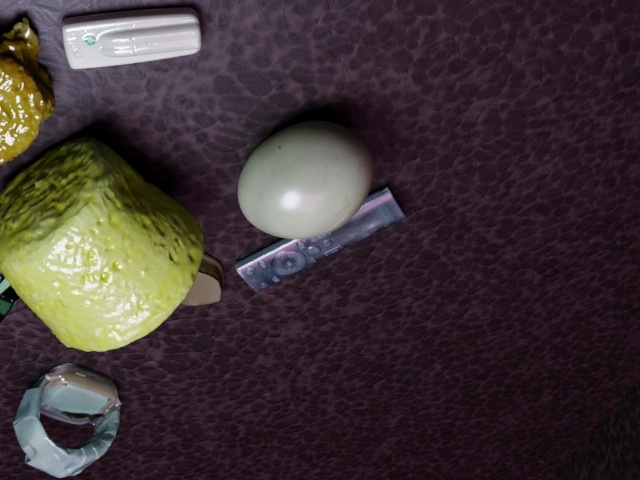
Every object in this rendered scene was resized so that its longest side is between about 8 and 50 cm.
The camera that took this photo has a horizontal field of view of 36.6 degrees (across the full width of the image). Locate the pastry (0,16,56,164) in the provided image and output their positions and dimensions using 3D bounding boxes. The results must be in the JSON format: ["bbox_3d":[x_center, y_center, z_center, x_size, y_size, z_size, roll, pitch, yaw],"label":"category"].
[{"bbox_3d":[-0.567,-0.230,1.611,0.235,0.132,0.240,-9,138,-7],"label":"pastry"}]

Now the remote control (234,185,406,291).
[{"bbox_3d":[0.000,0.000,2.105,0.378,0.044,0.107,-27,133,10],"label":"remote control"}]

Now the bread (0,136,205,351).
[{"bbox_3d":[-0.412,0.005,1.765,0.348,0.348,0.307,-27,132,10],"label":"bread"}]

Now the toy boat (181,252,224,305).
[{"bbox_3d":[-0.279,0.082,2.087,0.116,0.061,0.188,-41,133,24],"label":"toy boat"}]

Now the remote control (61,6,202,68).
[{"bbox_3d":[-0.316,-0.341,1.636,0.230,0.049,0.090,-8,135,-8],"label":"remote control"}]

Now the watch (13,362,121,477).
[{"bbox_3d":[-0.574,0.421,2.218,0.253,0.241,0.162,28,120,-38],"label":"watch"}]

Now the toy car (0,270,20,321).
[{"bbox_3d":[-0.678,0.108,1.941,0.306,0.125,0.136,-36,134,21],"label":"toy car"}]

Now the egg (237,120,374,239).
[{"bbox_3d":[-0.027,-0.113,1.847,0.269,0.219,0.219,-24,138,16],"label":"egg"}]
